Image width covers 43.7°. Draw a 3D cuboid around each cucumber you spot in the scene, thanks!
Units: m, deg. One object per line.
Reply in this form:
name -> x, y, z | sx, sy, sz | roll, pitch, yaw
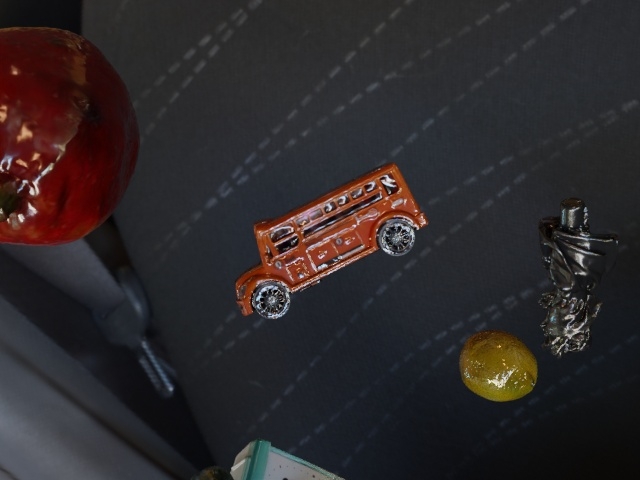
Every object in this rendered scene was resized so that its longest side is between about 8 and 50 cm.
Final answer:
cucumber -> -0.134, 0.302, 0.960 | 0.056, 0.056, 0.250 | -63, 6, -24

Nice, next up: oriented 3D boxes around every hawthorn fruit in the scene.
hawthorn fruit -> -0.349, -0.110, 0.934 | 0.265, 0.265, 0.307 | -39, 24, 19

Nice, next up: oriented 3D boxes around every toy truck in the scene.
toy truck -> 0.000, 0.000, 0.995 | 0.252, 0.114, 0.107 | -26, 6, -1

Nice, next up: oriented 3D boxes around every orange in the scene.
orange -> 0.211, 0.149, 0.942 | 0.095, 0.085, 0.085 | 29, 80, 41

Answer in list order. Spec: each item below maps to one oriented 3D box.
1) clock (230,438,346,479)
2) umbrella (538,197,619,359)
clock -> -0.053, 0.468, 1.204 | 0.116, 0.231, 0.262 | -41, 28, 43
umbrella -> 0.414, 0.061, 1.309 | 0.110, 0.272, 0.122 | -19, 28, -28
